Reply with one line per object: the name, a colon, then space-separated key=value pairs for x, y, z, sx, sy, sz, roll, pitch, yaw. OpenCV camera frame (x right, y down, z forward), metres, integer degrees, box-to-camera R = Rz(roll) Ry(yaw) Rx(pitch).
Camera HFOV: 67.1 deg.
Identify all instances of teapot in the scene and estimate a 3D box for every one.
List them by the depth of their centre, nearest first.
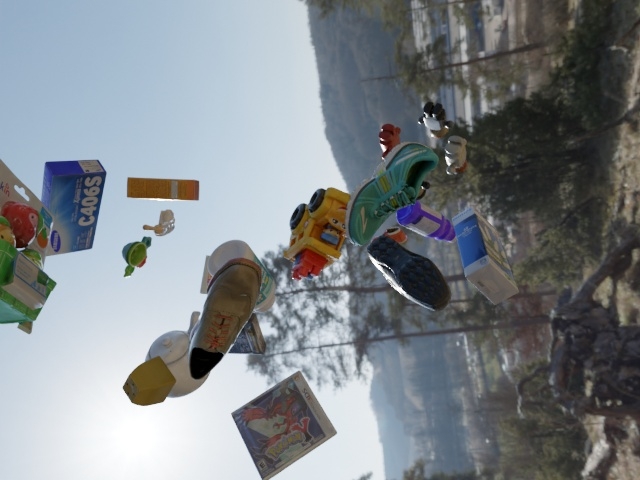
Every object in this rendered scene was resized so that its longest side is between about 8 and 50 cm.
teapot: x=-0.510 y=0.408 z=1.676 sx=0.256 sy=0.253 sz=0.187 roll=-114 pitch=10 yaw=-48

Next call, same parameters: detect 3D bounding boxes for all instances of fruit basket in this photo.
fruit basket: x=-0.728 y=0.004 z=1.139 sx=0.327 sy=0.165 sz=0.353 roll=87 pitch=-177 yaw=-59

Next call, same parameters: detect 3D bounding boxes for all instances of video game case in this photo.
video game case: x=-0.091 y=0.441 z=1.165 sx=0.183 sy=0.201 sz=0.023 roll=52 pitch=167 yaw=34

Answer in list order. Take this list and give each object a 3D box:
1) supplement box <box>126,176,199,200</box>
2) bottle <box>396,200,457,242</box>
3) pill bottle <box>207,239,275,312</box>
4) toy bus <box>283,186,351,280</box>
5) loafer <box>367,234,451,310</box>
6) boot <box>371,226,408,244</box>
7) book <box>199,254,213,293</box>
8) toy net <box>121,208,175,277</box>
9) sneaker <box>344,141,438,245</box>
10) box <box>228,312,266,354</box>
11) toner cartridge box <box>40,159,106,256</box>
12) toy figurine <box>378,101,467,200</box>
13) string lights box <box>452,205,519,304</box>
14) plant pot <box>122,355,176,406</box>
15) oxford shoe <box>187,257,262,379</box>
supplement box: x=-0.545 y=-0.179 z=1.677 sx=0.078 sy=0.233 sz=0.080 roll=-101 pitch=11 yaw=-86
bottle: x=0.442 y=-0.069 z=1.951 sx=0.118 sy=0.283 sz=0.092 roll=-36 pitch=40 yaw=46
pill bottle: x=-0.238 y=0.127 z=1.552 sx=0.264 sy=0.146 sz=0.146 roll=61 pitch=-158 yaw=-46
toy bus: x=0.000 y=0.000 z=1.220 sx=0.220 sy=0.149 sz=0.211 roll=-36 pitch=30 yaw=51
loafer: x=0.165 y=0.063 z=0.884 sx=0.078 sy=0.076 sz=0.223 roll=52 pitch=176 yaw=-35
boot: x=0.270 y=-0.017 z=1.973 sx=0.084 sy=0.158 sz=0.059 roll=49 pitch=-139 yaw=-39
book: x=-0.392 y=0.131 z=1.805 sx=0.035 sy=0.096 sz=0.144 roll=22 pitch=103 yaw=63
toy net: x=-0.466 y=0.004 z=1.348 sx=0.232 sy=0.045 sz=0.122 roll=-56 pitch=-22 yaw=-45
sneaker: x=0.154 y=-0.104 z=1.070 sx=0.107 sy=0.275 sz=0.110 roll=38 pitch=177 yaw=-43
box: x=-0.355 y=0.414 z=2.144 sx=0.056 sy=0.183 sz=0.231 roll=-78 pitch=-18 yaw=-49
toner cartridge box: x=-0.827 y=-0.104 z=1.598 sx=0.075 sy=0.165 sz=0.348 roll=50 pitch=130 yaw=27
toy figurine: x=0.278 y=-0.237 z=1.296 sx=0.213 sy=0.210 sz=0.148 roll=66 pitch=-170 yaw=28
string lights box: x=0.445 y=0.034 z=1.322 sx=0.133 sy=0.077 sz=0.259 roll=39 pitch=-148 yaw=-23
plant pot: x=-0.395 y=0.325 z=1.093 sx=0.081 sy=0.081 sz=0.083 roll=45 pitch=-155 yaw=25
oxford shoe: x=-0.223 y=0.192 z=1.120 sx=0.130 sy=0.123 sz=0.348 roll=-92 pitch=23 yaw=-54
